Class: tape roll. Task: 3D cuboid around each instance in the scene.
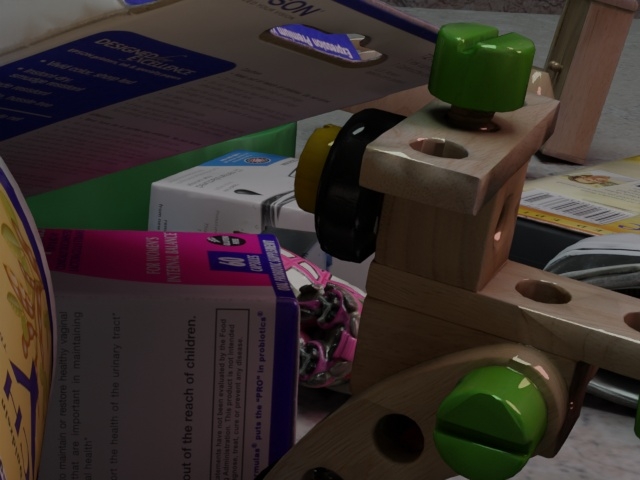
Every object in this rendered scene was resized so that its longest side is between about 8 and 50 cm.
[{"bbox_3d":[-0.181,-0.079,1.203,0.321,0.077,0.321,4,16,-1],"label":"tape roll"}]

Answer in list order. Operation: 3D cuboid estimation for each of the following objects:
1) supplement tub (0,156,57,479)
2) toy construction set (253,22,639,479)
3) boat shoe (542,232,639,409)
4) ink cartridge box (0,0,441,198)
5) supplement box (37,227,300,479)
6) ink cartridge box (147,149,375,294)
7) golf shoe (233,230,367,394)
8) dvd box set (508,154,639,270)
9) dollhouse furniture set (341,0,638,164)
[{"bbox_3d":[-0.193,0.069,0.360,0.241,0.241,0.331,2,16,-8],"label":"supplement tub"},{"bbox_3d":[0.120,0.042,0.544,0.309,0.237,0.257,-9,20,-42],"label":"toy construction set"},{"bbox_3d":[0.254,0.066,0.764,0.335,0.121,0.119,2,19,37],"label":"boat shoe"},{"bbox_3d":[-0.127,-0.066,0.595,0.371,0.069,0.176,-11,-9,30],"label":"ink cartridge box"},{"bbox_3d":[-0.125,0.060,0.652,0.220,0.114,0.111,0,16,-8],"label":"supplement box"},{"bbox_3d":[0.000,0.000,0.957,0.191,0.082,0.139,8,16,20],"label":"ink cartridge box"},{"bbox_3d":[-0.008,0.049,0.832,0.086,0.067,0.186,23,4,-37],"label":"golf shoe"},{"bbox_3d":[0.335,0.000,1.080,0.307,0.062,0.420,16,19,36],"label":"dvd box set"},{"bbox_3d":[0.115,-0.218,1.466,0.355,0.174,0.303,15,14,-7],"label":"dollhouse furniture set"}]
